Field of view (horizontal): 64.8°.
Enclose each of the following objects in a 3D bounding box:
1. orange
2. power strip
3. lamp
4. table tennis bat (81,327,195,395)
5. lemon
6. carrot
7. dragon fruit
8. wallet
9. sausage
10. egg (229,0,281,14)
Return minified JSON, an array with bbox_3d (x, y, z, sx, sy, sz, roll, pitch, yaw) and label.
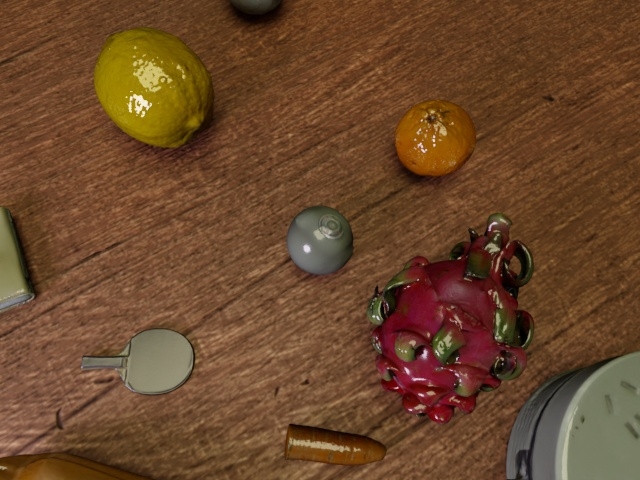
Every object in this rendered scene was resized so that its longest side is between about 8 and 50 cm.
[{"bbox_3d":[0.191,-0.171,0.835,0.135,0.117,0.136,1,74,-5],"label":"orange"},{"bbox_3d":[0.409,0.310,0.619,0.356,0.161,0.358,1,67,-2],"label":"power strip"},{"bbox_3d":[0.000,0.000,0.763,0.105,0.105,0.105,1,67,-2],"label":"lamp"},{"bbox_3d":[-0.261,0.174,0.726,0.157,0.014,0.095,0,68,-4],"label":"table tennis bat"},{"bbox_3d":[-0.265,-0.246,0.819,0.193,0.181,0.181,16,68,5],"label":"lemon"},{"bbox_3d":[0.021,0.278,0.677,0.139,0.048,0.048,7,67,0],"label":"carrot"},{"bbox_3d":[0.189,0.107,0.691,0.272,0.218,0.199,-28,116,-18],"label":"dragon fruit"},{"bbox_3d":[-0.505,0.037,0.760,0.110,0.039,0.155,-22,70,-15],"label":"wallet"},{"bbox_3d":[-0.284,0.329,0.612,0.327,0.112,0.112,15,67,4],"label":"sausage"},{"bbox_3d":[-0.128,-0.506,0.963,0.131,0.131,0.164,-8,45,-6],"label":"egg"}]
